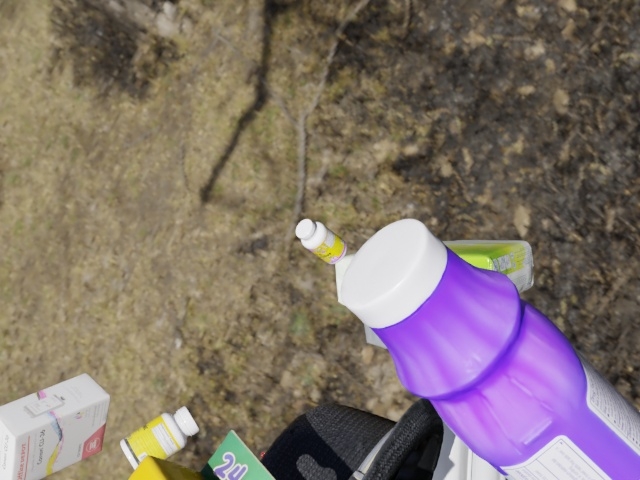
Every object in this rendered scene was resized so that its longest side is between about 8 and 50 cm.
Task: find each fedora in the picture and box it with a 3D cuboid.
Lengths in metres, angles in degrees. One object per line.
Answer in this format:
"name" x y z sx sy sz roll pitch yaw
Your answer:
"fedora" 0.006 0.310 1.016 0.152 0.334 0.334 24 86 24

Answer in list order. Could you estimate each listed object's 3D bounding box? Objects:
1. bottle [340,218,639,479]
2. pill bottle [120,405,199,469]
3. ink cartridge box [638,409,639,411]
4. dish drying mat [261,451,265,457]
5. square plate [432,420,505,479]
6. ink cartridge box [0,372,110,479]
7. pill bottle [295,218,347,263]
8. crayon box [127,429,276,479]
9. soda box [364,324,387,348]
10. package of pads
"bottle" 0.129 0.099 0.566 0.092 0.283 0.118 -43 25 11
"pill bottle" -0.254 0.315 1.408 0.116 0.065 0.065 -31 34 -13
"ink cartridge box" 0.461 0.469 1.348 0.324 0.330 0.071 59 150 22
"dish drying mat" -0.078 0.336 1.321 0.008 0.083 0.032 -32 73 -12
"square plate" 0.167 0.247 1.026 0.347 0.049 0.344 61 -148 -88
"ink cartridge box" -0.407 0.282 1.268 0.067 0.198 0.115 35 125 31
"pill bottle" 0.000 0.000 1.314 0.043 0.083 0.043 -21 52 30
"crayon box" -0.146 0.342 0.773 0.323 0.083 0.203 -53 47 0
"soda box" 0.166 0.159 1.721 0.286 0.091 0.098 174 87 -75
"package of pads" 0.209 0.059 1.578 0.296 0.229 0.101 0 96 32
